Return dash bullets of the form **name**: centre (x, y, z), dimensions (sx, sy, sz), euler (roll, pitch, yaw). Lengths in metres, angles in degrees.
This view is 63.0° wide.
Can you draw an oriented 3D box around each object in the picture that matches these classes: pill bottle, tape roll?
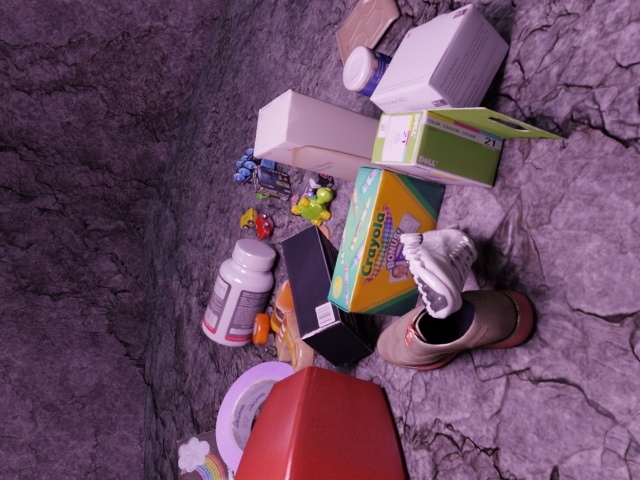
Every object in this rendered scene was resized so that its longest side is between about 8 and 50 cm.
- **pill bottle**: centre (-0.253, 0.163, 1.666), dimensions (0.176, 0.176, 0.318), euler (51, 125, 54)
- **pill bottle**: centre (0.142, -0.350, 1.134), dimensions (0.094, 0.169, 0.094), euler (-26, 59, 56)
- **tape roll**: centre (-0.123, 0.446, 1.293), dimensions (0.275, 0.090, 0.275), euler (-18, 50, 23)

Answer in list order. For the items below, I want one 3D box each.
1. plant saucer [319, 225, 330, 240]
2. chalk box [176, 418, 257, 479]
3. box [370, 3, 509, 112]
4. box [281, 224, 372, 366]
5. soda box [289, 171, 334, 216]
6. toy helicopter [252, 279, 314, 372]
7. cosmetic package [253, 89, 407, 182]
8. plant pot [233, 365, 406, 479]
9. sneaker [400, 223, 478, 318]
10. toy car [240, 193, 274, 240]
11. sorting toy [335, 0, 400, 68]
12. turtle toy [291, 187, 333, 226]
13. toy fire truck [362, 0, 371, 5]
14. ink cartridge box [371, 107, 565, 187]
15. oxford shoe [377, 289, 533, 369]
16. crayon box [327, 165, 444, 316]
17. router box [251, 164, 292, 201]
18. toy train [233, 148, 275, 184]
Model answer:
- **plant saucer**: centre (0.000, 0.000, 1.436), dimensions (0.083, 0.013, 0.083), euler (-27, 58, 56)
- **chalk box**: centre (-0.216, 0.614, 1.402), dimensions (0.179, 0.289, 0.180), euler (81, 173, -46)
- **box**: centre (0.220, -0.315, 0.985), dimensions (0.182, 0.119, 0.181), euler (-61, 27, -10)
- **box**: centre (0.013, 0.125, 1.180), dimensions (0.103, 0.184, 0.261), euler (-26, 50, 15)
- **soda box**: centre (-0.028, -0.137, 1.490), dimensions (0.169, 0.053, 0.060), euler (-49, 41, 44)
- **toy helicopter**: centre (-0.063, 0.201, 1.276), dimensions (0.355, 0.140, 0.235), euler (-132, 53, -70)
- **cosmetic package**: centre (0.029, -0.214, 1.147), dimensions (0.160, 0.309, 0.113), euler (-7, 76, 61)
- **plant pot**: centre (0.001, 0.409, 1.071), dimensions (0.267, 0.267, 0.235), euler (-41, 35, 48)
- **sneaker**: centre (0.202, 0.033, 0.859), dimensions (0.292, 0.118, 0.110), euler (-73, -39, -73)
- **toy car**: centre (-0.197, -0.125, 1.789), dimensions (0.239, 0.053, 0.225), euler (26, 103, 60)
- **sorting toy**: centre (0.124, -0.570, 1.385), dimensions (0.208, 0.038, 0.193), euler (-42, 46, 41)
- **turtle toy**: centre (-0.013, -0.099, 1.426), dimensions (0.130, 0.095, 0.066), euler (-35, 30, 51)
- **toy fire truck**: centre (0.164, -0.676, 1.238), dimensions (0.217, 0.158, 0.246), euler (-28, 69, 49)
- **ink cartridge box**: centre (0.236, -0.152, 0.881), dimensions (0.255, 0.189, 0.097), euler (20, 98, 61)
- **oxford shoe**: centre (0.192, 0.151, 0.921), dimensions (0.348, 0.130, 0.123), euler (-37, 50, 51)
- **crayon box**: centre (0.131, 0.006, 1.039), dimensions (0.081, 0.165, 0.278), euler (22, 100, 57)
- **router box**: centre (-0.155, -0.182, 1.659), dimensions (0.038, 0.122, 0.092), euler (-46, 43, 39)
- **toy train**: centre (-0.234, -0.254, 1.843), dimensions (0.184, 0.105, 0.080), euler (-32, 45, 53)
